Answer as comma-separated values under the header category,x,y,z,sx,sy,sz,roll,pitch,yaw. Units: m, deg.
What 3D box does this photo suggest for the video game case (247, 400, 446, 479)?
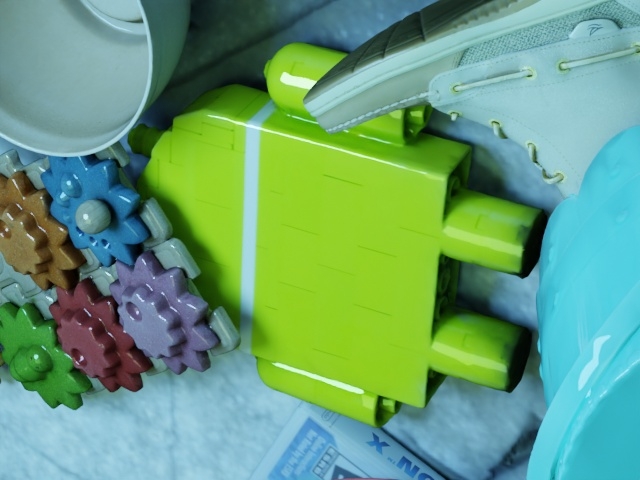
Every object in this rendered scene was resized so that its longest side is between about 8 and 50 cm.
category,x,y,z,sx,sy,sz,roll,pitch,yaw
video game case,0.043,0.293,1.331,0.300,0.036,0.329,37,129,6

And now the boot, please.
category,x,y,z,sx,sy,sz,roll,pitch,yaw
boot,0.112,-0.057,1.038,0.213,0.077,0.165,-21,109,19

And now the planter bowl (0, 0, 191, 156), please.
category,x,y,z,sx,sy,sz,roll,pitch,yaw
planter bowl,-0.140,-0.145,1.127,0.162,0.109,0.162,15,125,22

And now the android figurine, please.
category,x,y,z,sx,sy,sz,roll,pitch,yaw
android figurine,0.000,0.000,1.167,0.273,0.056,0.248,16,125,21

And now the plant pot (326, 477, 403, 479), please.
category,x,y,z,sx,sy,sz,roll,pitch,yaw
plant pot,0.029,0.324,1.181,0.275,0.275,0.243,15,134,22

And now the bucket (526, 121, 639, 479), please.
category,x,y,z,sx,sy,sz,roll,pitch,yaw
bucket,0.233,0.077,0.944,0.281,0.183,0.281,3,121,5

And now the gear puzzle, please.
category,x,y,z,sx,sy,sz,roll,pitch,yaw
gear puzzle,-0.196,0.037,1.273,0.339,0.044,0.175,-20,104,52
